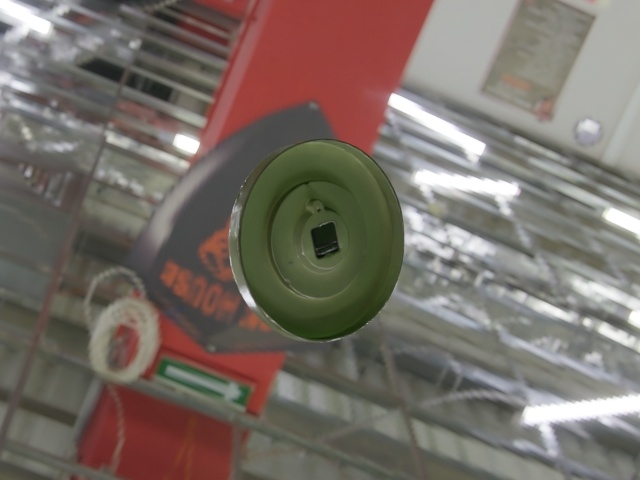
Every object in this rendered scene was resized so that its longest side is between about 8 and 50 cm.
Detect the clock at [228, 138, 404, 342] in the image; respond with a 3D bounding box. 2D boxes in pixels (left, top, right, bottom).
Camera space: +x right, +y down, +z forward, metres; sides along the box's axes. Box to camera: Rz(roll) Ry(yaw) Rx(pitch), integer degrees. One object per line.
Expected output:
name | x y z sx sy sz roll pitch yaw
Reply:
clock | 0.000 0.000 1.607 0.235 0.235 0.029 13 171 -35
